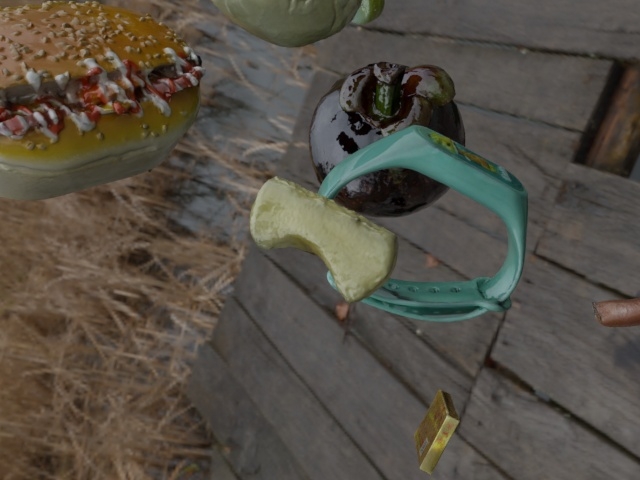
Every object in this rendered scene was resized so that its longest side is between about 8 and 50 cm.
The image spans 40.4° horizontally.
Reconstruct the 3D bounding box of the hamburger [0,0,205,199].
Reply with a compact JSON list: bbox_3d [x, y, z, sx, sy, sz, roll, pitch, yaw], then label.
[{"bbox_3d":[-0.267,-0.163,0.914,0.227,0.295,0.151,49,143,24],"label":"hamburger"}]

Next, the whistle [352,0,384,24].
[{"bbox_3d":[0.042,-0.474,1.543,0.198,0.057,0.104,55,152,2],"label":"whistle"}]

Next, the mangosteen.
[{"bbox_3d":[0.092,-0.154,1.205,0.265,0.228,0.228,88,-176,-64],"label":"mangosteen"}]

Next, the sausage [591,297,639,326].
[{"bbox_3d":[0.446,0.077,1.135,0.040,0.177,0.047,-92,-17,-82],"label":"sausage"}]

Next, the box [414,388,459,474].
[{"bbox_3d":[0.167,0.273,1.256,0.089,0.022,0.156,-64,-1,3],"label":"box"}]

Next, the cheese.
[{"bbox_3d":[0.000,0.000,0.454,0.044,0.083,0.030,-63,-17,0],"label":"cheese"}]

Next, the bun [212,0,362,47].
[{"bbox_3d":[-0.034,-0.339,0.976,0.145,0.229,0.229,-30,49,53],"label":"bun"}]

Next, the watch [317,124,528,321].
[{"bbox_3d":[0.111,-0.008,0.900,0.195,0.237,0.068,-60,15,22],"label":"watch"}]
